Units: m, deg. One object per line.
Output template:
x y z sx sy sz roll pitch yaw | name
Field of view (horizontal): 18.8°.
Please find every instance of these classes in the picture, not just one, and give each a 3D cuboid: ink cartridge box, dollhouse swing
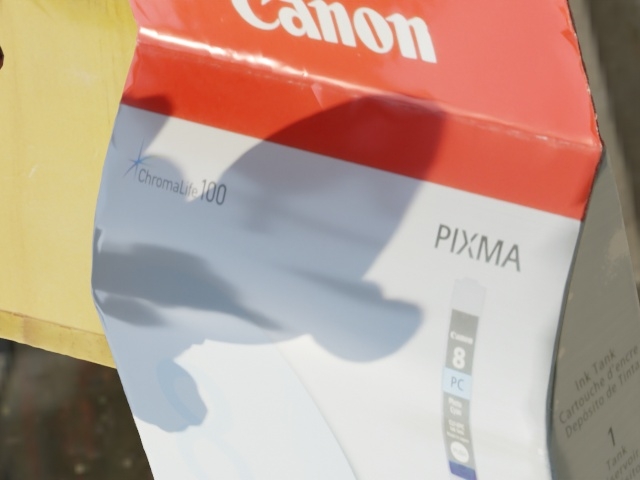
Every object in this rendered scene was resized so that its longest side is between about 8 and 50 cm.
0.000 0.000 0.911 0.308 0.091 0.385 17 135 42 | ink cartridge box
-0.069 -0.071 1.317 0.315 0.347 0.305 -43 -40 -57 | dollhouse swing

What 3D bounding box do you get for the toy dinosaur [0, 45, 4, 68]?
-0.303 -0.161 0.902 0.127 0.200 0.295 -11 116 48 | toy dinosaur
